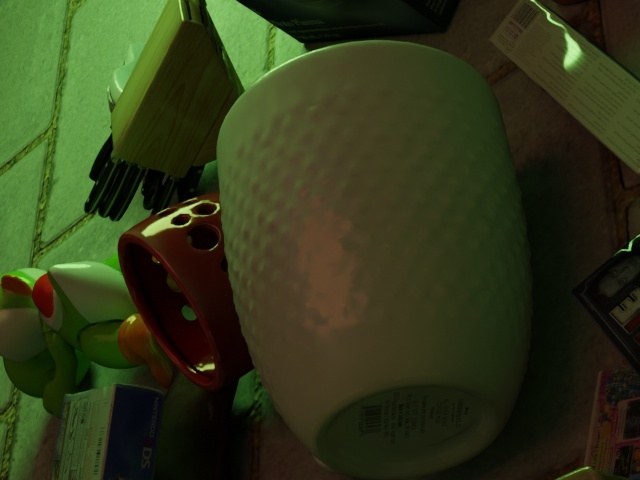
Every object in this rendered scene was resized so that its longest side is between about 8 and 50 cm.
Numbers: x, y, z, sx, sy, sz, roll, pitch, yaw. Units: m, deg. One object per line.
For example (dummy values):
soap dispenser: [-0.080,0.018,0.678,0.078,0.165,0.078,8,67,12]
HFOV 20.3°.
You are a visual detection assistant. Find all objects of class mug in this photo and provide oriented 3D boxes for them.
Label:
mug: [0.045,0.062,1.641,0.374,0.276,0.328,110,157,-50]

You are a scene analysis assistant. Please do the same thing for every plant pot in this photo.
plant pot: [-0.090,0.037,1.860,0.174,0.191,0.191,-29,24,-21]

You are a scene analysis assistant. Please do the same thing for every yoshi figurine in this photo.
yoshi figurine: [-0.275,0.110,2.149,0.362,0.203,0.203,-5,100,37]

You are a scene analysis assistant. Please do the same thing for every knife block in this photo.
knife block: [-0.210,-0.149,2.167,0.242,0.276,0.088,-20,41,5]

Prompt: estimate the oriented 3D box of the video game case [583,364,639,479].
video game case: [0.270,0.166,1.432,0.143,0.019,0.157,-18,51,47]

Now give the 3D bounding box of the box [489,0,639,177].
box: [0.258,-0.139,1.659,0.067,0.063,0.324,-54,32,11]

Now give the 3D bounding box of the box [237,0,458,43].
box: [-0.020,-0.369,2.022,0.296,0.294,0.183,4,67,56]

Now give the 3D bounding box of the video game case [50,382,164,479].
video game case: [-0.238,0.292,1.884,0.244,0.061,0.269,161,118,-68]

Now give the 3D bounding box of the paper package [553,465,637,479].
paper package: [0.153,0.355,1.252,0.325,0.168,0.309,-33,54,36]

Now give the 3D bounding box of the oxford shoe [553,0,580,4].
oxford shoe: [0.291,-0.308,1.720,0.271,0.098,0.097,-23,47,44]

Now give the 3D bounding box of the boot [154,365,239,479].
boot: [-0.125,0.220,1.871,0.248,0.090,0.207,-6,62,57]

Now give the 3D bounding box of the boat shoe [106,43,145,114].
boat shoe: [-0.235,-0.185,2.344,0.258,0.095,0.084,-82,16,-72]

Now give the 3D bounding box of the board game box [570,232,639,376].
board game box: [0.317,0.059,1.401,0.165,0.042,0.243,-41,34,6]
